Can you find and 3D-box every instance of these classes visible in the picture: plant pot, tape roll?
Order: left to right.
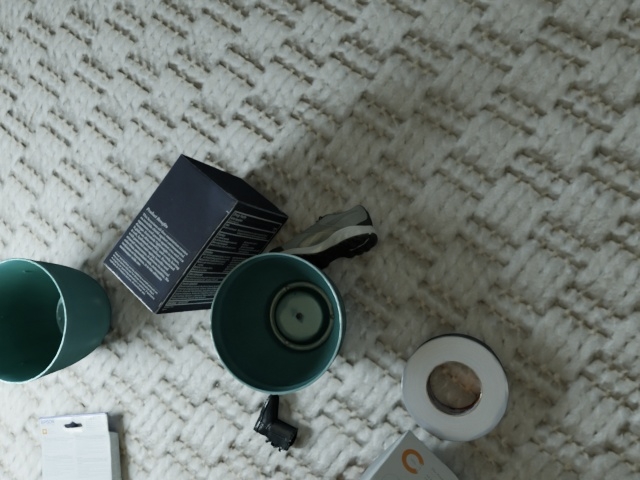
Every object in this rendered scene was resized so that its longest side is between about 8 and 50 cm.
[{"bbox_3d":[-0.676,0.191,1.397,0.293,0.235,0.292,-1,87,17],"label":"plant pot"},{"bbox_3d":[-0.069,0.174,1.235,0.293,0.196,0.292,-1,87,17],"label":"plant pot"},{"bbox_3d":[0.287,0.310,1.185,0.219,0.072,0.219,-1,87,16],"label":"tape roll"}]

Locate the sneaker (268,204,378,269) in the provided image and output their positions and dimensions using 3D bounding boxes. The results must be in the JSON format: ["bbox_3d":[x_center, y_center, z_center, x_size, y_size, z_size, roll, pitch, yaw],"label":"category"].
[{"bbox_3d":[0.000,0.000,1.289,0.272,0.100,0.107,-19,57,18],"label":"sneaker"}]

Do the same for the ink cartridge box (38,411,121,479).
[{"bbox_3d":[-0.633,0.567,1.459,0.224,0.045,0.223,-8,83,16],"label":"ink cartridge box"}]

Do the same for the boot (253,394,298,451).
[{"bbox_3d":[-0.097,0.430,1.307,0.099,0.045,0.121,27,102,19],"label":"boot"}]

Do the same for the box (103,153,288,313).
[{"bbox_3d":[-0.266,-0.006,1.255,0.183,0.296,0.294,41,97,16],"label":"box"}]

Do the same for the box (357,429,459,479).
[{"bbox_3d":[0.125,0.577,1.060,0.215,0.345,0.168,44,134,15],"label":"box"}]
